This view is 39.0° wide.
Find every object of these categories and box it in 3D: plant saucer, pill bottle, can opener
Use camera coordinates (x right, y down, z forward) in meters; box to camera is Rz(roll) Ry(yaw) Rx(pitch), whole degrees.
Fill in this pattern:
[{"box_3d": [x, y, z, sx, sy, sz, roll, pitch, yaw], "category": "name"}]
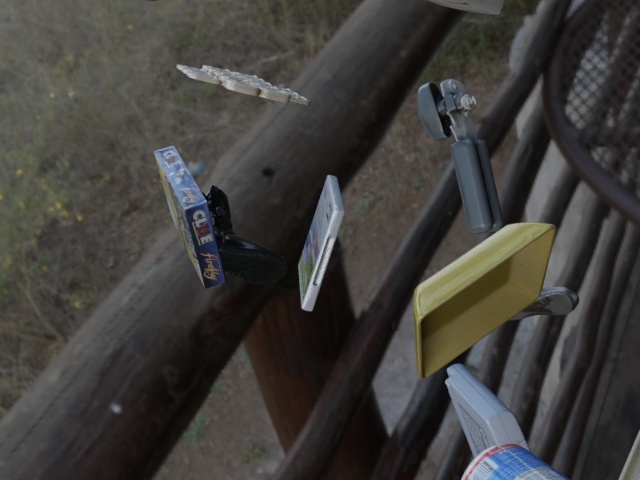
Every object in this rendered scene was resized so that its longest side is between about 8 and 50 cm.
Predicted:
[{"box_3d": [0.308, 0.110, 1.828, 0.332, 0.333, 0.081, -34, 63, -12], "category": "plant saucer"}, {"box_3d": [0.276, 0.345, 1.083, 0.124, 0.124, 0.221, -30, 29, -17], "category": "pill bottle"}, {"box_3d": [0.247, -0.145, 1.562, 0.093, 0.281, 0.074, -23, -11, 41], "category": "can opener"}]

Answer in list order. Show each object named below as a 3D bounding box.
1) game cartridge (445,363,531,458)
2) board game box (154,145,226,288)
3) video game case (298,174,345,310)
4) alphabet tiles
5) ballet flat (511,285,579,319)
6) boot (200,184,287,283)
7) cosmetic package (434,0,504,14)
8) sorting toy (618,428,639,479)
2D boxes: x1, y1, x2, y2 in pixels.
[{"box_3d": [0.315, 0.374, 1.574, 0.062, 0.297, 0.198, -29, 27, -12], "category": "game cartridge"}, {"box_3d": [-0.234, -0.046, 1.613, 0.042, 0.165, 0.243, -19, 35, -13], "category": "board game box"}, {"box_3d": [0.000, 0.000, 1.630, 0.023, 0.193, 0.212, 15, 18, -9], "category": "video game case"}, {"box_3d": [-0.169, -0.349, 1.992, 0.277, 0.021, 0.284, 10, 14, -23], "category": "alphabet tiles"}, {"box_3d": [0.478, 0.134, 2.067, 0.249, 0.084, 0.058, -7, 22, 45], "category": "ballet flat"}, {"box_3d": [-0.196, -0.021, 2.022, 0.094, 0.246, 0.207, -48, 42, 34], "category": "boot"}, {"box_3d": [0.163, -0.381, 1.274, 0.117, 0.086, 0.231, 20, 16, 37], "category": "cosmetic package"}, {"box_3d": [0.487, 0.363, 1.218, 0.229, 0.041, 0.307, -2, 52, 59], "category": "sorting toy"}]
